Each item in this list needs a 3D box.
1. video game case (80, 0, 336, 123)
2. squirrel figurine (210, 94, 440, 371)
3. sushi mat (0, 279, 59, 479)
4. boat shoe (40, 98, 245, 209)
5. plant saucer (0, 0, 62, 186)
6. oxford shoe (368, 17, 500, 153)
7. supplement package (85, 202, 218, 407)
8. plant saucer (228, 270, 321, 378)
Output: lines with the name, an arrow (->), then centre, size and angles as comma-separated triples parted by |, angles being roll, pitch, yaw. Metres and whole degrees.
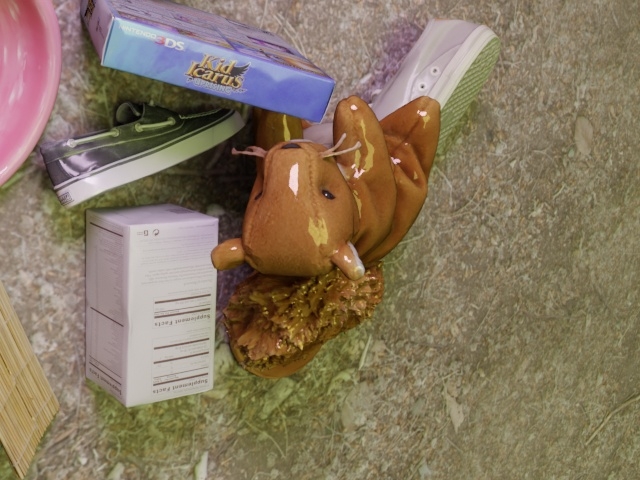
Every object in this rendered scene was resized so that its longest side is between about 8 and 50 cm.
video game case -> -0.147, -0.237, 1.059 | 0.270, 0.244, 0.061 | 11, 110, -26
squirrel figurine -> 0.000, 0.000, 1.163 | 0.370, 0.281, 0.396 | -63, 159, -69
sushi mat -> -0.404, 0.124, 1.055 | 0.019, 0.151, 0.316 | -11, 115, 10
boat shoe -> -0.232, -0.141, 1.147 | 0.301, 0.108, 0.102 | -29, 100, -36
plant saucer -> -0.431, -0.175, 0.917 | 0.332, 0.084, 0.332 | -46, 152, -33
oxford shoe -> 0.122, -0.181, 1.422 | 0.449, 0.130, 0.169 | -55, 159, 1
supplement package -> -0.233, 0.082, 1.172 | 0.134, 0.139, 0.243 | -6, 105, -38
plant saucer -> -0.056, 0.128, 1.381 | 0.200, 0.037, 0.199 | -10, 105, -38
